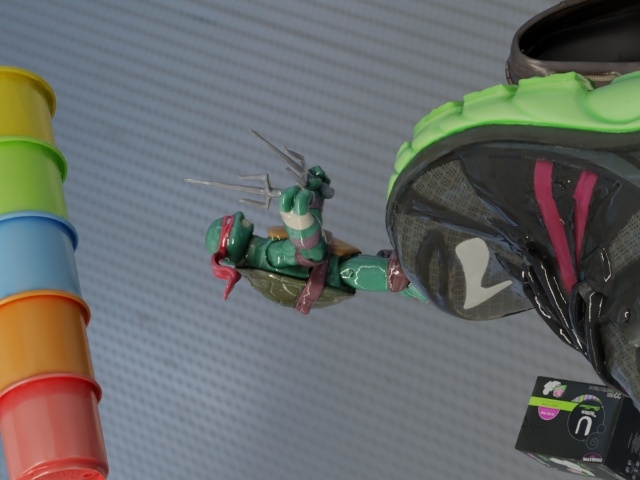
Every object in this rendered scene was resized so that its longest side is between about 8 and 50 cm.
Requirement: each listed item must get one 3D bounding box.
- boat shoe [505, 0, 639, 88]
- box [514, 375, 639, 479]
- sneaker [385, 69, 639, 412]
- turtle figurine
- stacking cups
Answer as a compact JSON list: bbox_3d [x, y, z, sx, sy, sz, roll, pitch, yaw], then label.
[{"bbox_3d":[0.337,-0.192,1.512,0.355,0.130,0.132,-22,63,9],"label":"boat shoe"},{"bbox_3d":[0.198,0.141,1.245,0.083,0.062,0.052,4,159,45],"label":"box"},{"bbox_3d":[0.177,0.014,0.946,0.483,0.185,0.202,-10,72,64],"label":"sneaker"},{"bbox_3d":[0.000,0.000,1.292,0.234,0.175,0.118,16,105,-8],"label":"turtle figurine"},{"bbox_3d":[-0.209,0.029,1.141,0.096,0.096,0.316,-49,44,42],"label":"stacking cups"}]
